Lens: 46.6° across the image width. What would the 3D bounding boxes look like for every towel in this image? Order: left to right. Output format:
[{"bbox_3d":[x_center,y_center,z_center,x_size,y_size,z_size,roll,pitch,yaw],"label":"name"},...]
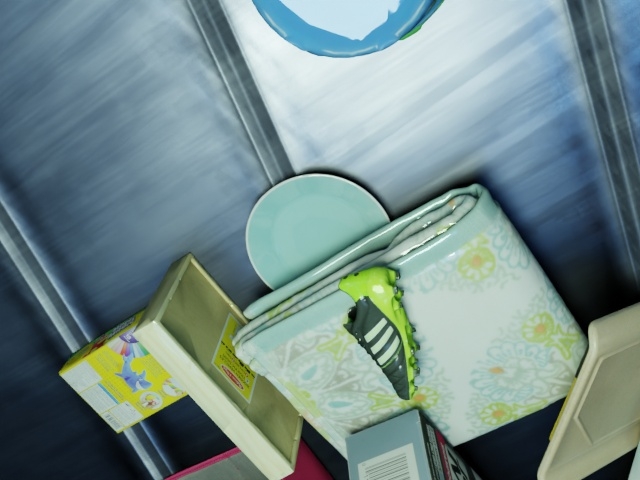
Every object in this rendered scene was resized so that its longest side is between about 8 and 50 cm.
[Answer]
[{"bbox_3d":[0.120,0.135,0.945,0.374,0.090,0.320,-30,120,20],"label":"towel"}]

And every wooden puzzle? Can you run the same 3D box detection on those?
[{"bbox_3d":[0.363,0.179,0.919,0.221,0.044,0.238,-12,122,-35],"label":"wooden puzzle"}]

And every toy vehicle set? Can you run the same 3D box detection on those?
[{"bbox_3d":[-0.116,0.159,0.952,0.035,0.166,0.267,-31,109,20],"label":"toy vehicle set"}]

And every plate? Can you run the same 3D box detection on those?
[{"bbox_3d":[0.000,0.000,0.937,0.188,0.024,0.188,3,117,5],"label":"plate"}]

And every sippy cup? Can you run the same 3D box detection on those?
[{"bbox_3d":[0.026,-0.272,0.682,0.305,0.224,0.240,-33,109,20],"label":"sippy cup"}]

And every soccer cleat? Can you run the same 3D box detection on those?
[{"bbox_3d":[0.069,0.107,0.843,0.072,0.060,0.178,-8,118,18],"label":"soccer cleat"}]

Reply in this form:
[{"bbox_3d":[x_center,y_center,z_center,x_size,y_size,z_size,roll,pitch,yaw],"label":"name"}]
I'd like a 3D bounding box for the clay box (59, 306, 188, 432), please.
[{"bbox_3d":[-0.237,0.168,1.034,0.222,0.053,0.127,-31,110,19],"label":"clay box"}]

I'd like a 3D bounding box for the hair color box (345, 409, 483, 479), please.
[{"bbox_3d":[0.178,0.403,0.977,0.114,0.185,0.374,-26,129,17],"label":"hair color box"}]

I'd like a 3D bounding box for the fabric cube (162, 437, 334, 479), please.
[{"bbox_3d":[-0.091,0.476,1.065,0.259,0.254,0.258,-27,113,18],"label":"fabric cube"}]

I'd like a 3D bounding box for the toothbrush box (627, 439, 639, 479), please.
[{"bbox_3d":[0.511,0.310,0.915,0.126,0.216,0.295,-10,120,-19],"label":"toothbrush box"}]
